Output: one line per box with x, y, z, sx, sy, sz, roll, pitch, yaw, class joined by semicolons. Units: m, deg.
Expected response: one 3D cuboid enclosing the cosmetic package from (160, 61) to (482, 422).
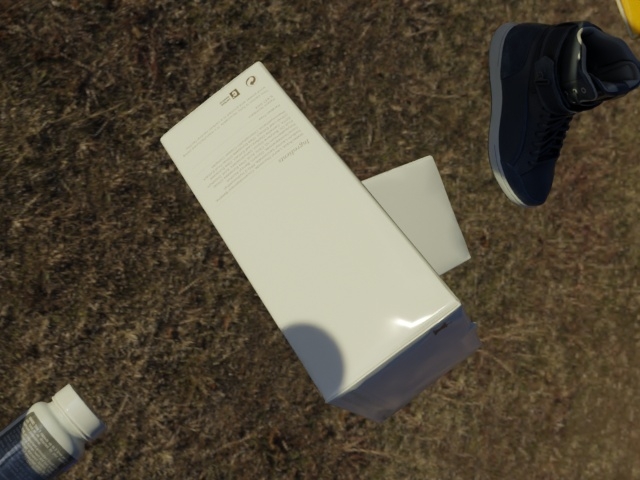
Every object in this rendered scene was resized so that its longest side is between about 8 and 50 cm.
0.000;0.000;0.696;0.155;0.365;0.197;-37;150;3;cosmetic package

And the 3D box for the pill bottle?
-0.300;0.220;0.660;0.137;0.078;0.078;-40;119;-20;pill bottle

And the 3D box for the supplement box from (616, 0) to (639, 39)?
0.344;-0.287;0.367;0.194;0.357;0.195;-38;108;-55;supplement box

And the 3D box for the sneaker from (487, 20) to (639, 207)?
0.271;-0.132;0.708;0.086;0.163;0.226;-22;112;-23;sneaker

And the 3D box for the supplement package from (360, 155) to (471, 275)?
0.055;0.003;1.015;0.178;0.293;0.175;-23;93;-35;supplement package
